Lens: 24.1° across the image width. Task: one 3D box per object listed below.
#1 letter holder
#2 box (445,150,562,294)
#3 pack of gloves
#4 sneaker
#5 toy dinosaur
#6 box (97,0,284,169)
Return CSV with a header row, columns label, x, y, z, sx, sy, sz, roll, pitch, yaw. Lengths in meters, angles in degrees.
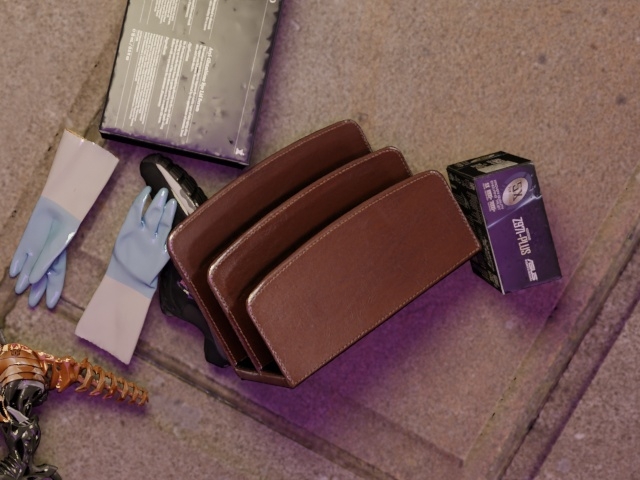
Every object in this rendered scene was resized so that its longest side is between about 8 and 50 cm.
label,x,y,z,sx,sy,sz,roll,pitch,yaw
letter holder,0.000,0.000,1.776,0.301,0.152,0.214,-34,105,-23
box,0.223,-0.025,1.838,0.077,0.180,0.147,-16,98,-4
pack of gloves,-0.280,0.012,1.816,0.195,0.046,0.232,30,109,13
sneaker,-0.163,0.032,1.850,0.124,0.107,0.283,-32,99,5
toy dinosaur,-0.384,0.200,1.831,0.321,0.164,0.219,-3,82,10
box,-0.149,-0.233,1.802,0.184,0.103,0.261,13,88,-4
